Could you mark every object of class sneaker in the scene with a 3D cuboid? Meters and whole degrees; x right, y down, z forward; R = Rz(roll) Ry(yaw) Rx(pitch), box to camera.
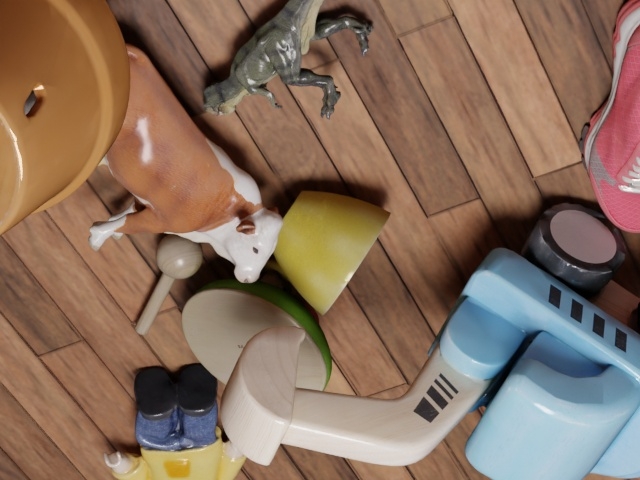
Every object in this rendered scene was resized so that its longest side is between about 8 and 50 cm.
[{"bbox_3d":[0.340,-0.105,1.855,0.116,0.136,0.314,-3,134,-2],"label":"sneaker"}]

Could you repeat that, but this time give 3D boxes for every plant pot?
[{"bbox_3d":[-0.336,-0.121,1.622,0.291,0.203,0.291,4,120,7],"label":"plant pot"},{"bbox_3d":[0.000,0.000,1.947,0.095,0.134,0.134,33,127,-1],"label":"plant pot"}]

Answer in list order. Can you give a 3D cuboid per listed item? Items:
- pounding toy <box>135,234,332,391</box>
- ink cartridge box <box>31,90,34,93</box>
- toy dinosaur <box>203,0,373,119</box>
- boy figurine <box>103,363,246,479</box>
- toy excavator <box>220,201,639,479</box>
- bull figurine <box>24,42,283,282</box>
[{"bbox_3d":[-0.076,0.076,2.037,0.237,0.110,0.183,29,141,7],"label":"pounding toy"},{"bbox_3d":[-0.287,-0.250,1.698,0.109,0.062,0.209,-21,115,15],"label":"ink cartridge box"},{"bbox_3d":[-0.018,-0.195,1.793,0.118,0.064,0.268,26,123,-18],"label":"toy dinosaur"},{"bbox_3d":[-0.178,0.277,2.211,0.177,0.092,0.285,-3,131,-5],"label":"boy figurine"},{"bbox_3d":[0.170,0.153,1.907,0.433,0.445,0.222,33,134,8],"label":"toy excavator"},{"bbox_3d":[-0.175,-0.071,1.859,0.188,0.101,0.310,-23,120,18],"label":"bull figurine"}]
